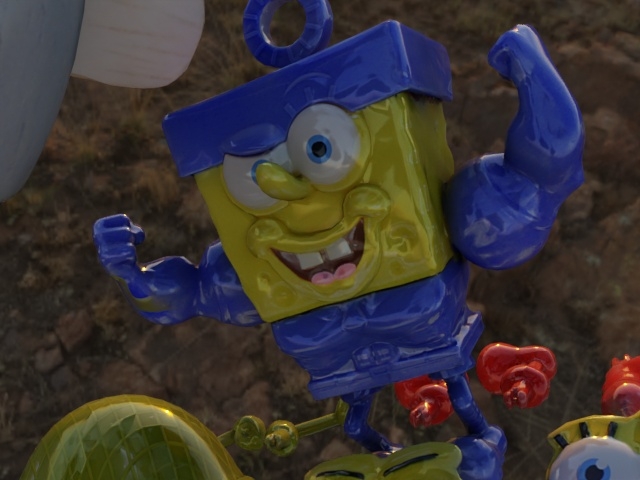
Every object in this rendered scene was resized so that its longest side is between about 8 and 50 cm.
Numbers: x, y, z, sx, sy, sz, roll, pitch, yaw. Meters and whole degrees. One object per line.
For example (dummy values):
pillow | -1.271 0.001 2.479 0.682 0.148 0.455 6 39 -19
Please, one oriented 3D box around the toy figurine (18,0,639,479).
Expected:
toy figurine | 0.000 0.000 0.418 0.362 0.217 0.191 -17 3 27

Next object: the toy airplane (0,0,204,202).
toy airplane | -0.233 -0.103 0.214 0.386 0.384 0.272 -19 59 -7
